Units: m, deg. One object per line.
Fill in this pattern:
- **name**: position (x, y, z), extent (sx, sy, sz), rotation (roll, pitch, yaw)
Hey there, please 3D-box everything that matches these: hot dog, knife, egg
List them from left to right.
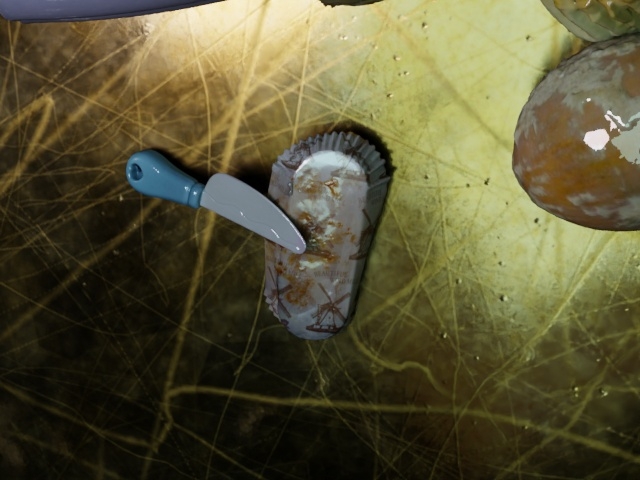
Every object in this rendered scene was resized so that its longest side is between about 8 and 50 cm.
- **knife**: position (-0.114, -0.048, 1.312), extent (0.244, 0.032, 0.058), rotation (21, 110, 26)
- **hot dog**: position (0.000, 0.000, 1.318), extent (0.131, 0.069, 0.252), rotation (9, 113, 3)
- **egg**: position (0.295, -0.102, 1.136), extent (0.233, 0.195, 0.195), rotation (-30, 99, 18)

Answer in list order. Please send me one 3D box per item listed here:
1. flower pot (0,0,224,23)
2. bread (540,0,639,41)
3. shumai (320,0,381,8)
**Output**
- **flower pot**: position (-0.179, -0.335, 1.163), extent (0.243, 0.265, 0.265), rotation (2, 110, -1)
- **bread**: position (0.352, -0.311, 1.010), extent (0.389, 0.236, 0.183), rotation (-28, 142, 15)
- **shumai**: position (0.014, -0.314, 1.145), extent (0.166, 0.175, 0.205), rotation (-18, 106, 20)
